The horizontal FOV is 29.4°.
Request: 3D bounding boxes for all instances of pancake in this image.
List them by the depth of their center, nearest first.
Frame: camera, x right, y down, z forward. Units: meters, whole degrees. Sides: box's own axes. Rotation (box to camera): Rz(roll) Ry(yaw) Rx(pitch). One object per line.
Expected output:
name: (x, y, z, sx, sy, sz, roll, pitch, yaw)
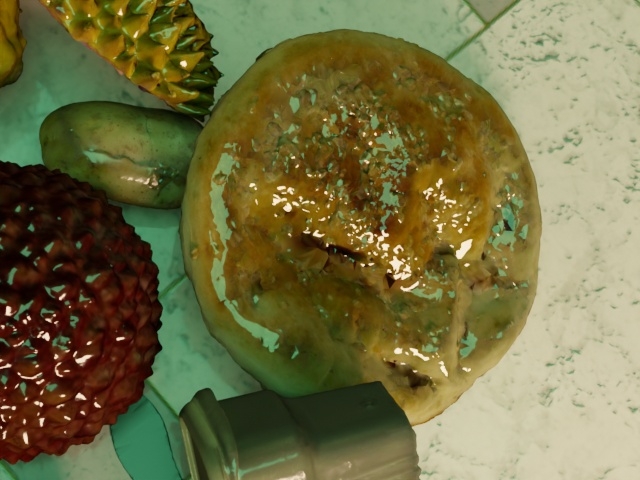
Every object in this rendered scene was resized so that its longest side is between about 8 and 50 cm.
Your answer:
pancake: (0.051, -0.010, 1.133, 0.387, 0.082, 0.387, 1, 88, -25)

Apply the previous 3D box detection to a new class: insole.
insole: (-0.154, 0.210, 1.139, 0.053, 0.002, 0.153, -29, 85, -13)

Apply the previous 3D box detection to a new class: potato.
potato: (-0.177, -0.081, 1.145, 0.170, 0.080, 0.107, 8, 40, -24)

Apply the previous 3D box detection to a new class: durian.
durian: (-0.204, -0.253, 1.103, 0.112, 0.191, 0.341, -40, 78, 4)

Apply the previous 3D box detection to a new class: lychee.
lychee: (-0.264, 0.060, 1.034, 0.264, 0.300, 0.264, 6, 108, 19)

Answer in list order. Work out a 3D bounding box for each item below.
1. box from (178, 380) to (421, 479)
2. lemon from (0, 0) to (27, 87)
box: (-0.007, 0.243, 1.051, 0.178, 0.138, 0.274, -14, 115, -15)
lemon: (-0.381, -0.214, 1.082, 0.260, 0.204, 0.204, 30, 77, -9)
